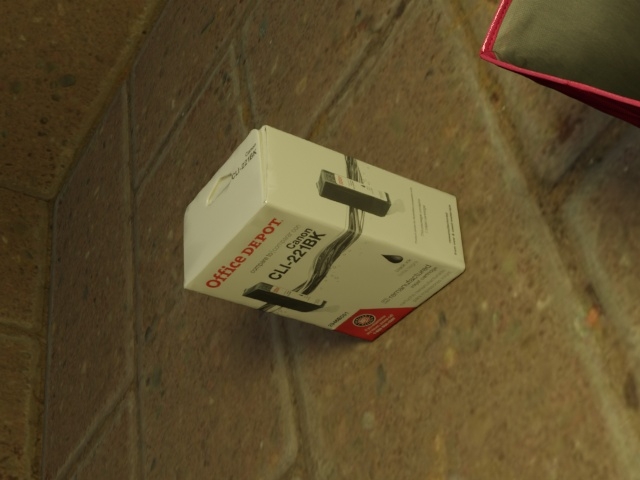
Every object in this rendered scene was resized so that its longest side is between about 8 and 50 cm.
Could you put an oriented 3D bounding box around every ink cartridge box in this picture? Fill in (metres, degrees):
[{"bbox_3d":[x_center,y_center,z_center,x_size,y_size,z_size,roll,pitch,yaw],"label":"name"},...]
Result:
[{"bbox_3d":[0.000,0.000,1.225,0.197,0.273,0.114,-43,38,43],"label":"ink cartridge box"}]

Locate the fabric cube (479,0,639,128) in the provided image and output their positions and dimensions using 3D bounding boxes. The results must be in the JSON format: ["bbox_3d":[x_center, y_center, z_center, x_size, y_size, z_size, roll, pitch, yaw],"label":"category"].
[{"bbox_3d":[0.325,-0.184,0.765,0.254,0.258,0.259,-66,28,9],"label":"fabric cube"}]
